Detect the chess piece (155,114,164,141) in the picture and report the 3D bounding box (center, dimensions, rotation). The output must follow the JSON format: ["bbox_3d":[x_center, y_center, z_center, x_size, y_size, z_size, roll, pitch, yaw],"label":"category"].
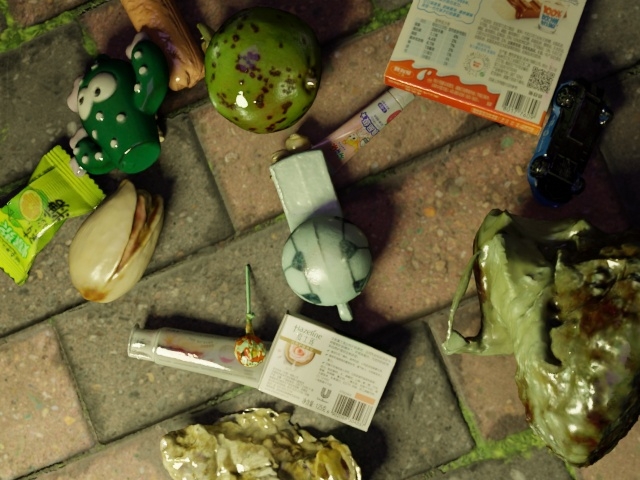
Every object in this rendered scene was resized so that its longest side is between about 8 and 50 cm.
[{"bbox_3d":[-0.305,-0.220,1.448,0.035,0.035,0.092,-15,83,7],"label":"chess piece"}]

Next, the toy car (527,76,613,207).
[{"bbox_3d":[0.399,-0.159,1.331,0.103,0.063,0.216,22,91,-25],"label":"toy car"}]

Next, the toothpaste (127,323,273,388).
[{"bbox_3d":[-0.166,0.201,1.403,0.323,0.066,0.100,11,85,2],"label":"toothpaste"}]

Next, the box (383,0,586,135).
[{"bbox_3d":[0.275,-0.340,1.349,0.273,0.048,0.265,21,82,8],"label":"box"}]

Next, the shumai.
[{"bbox_3d":[0.366,0.093,1.215,0.348,0.395,0.395,36,93,28],"label":"shumai"}]

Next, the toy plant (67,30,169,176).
[{"bbox_3d":[-0.349,-0.226,1.387,0.233,0.112,0.243,-13,73,31],"label":"toy plant"}]

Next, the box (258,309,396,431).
[{"bbox_3d":[0.010,0.214,1.351,0.199,0.081,0.135,23,90,-6],"label":"box"}]

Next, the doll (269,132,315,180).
[{"bbox_3d":[-0.052,-0.140,1.401,0.061,0.051,0.093,26,89,-23],"label":"doll"}]

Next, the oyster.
[{"bbox_3d":[-0.106,0.400,1.360,0.351,0.115,0.238,21,91,7],"label":"oyster"}]

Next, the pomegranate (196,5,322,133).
[{"bbox_3d":[-0.112,-0.286,1.348,0.263,0.211,0.211,22,91,32],"label":"pomegranate"}]

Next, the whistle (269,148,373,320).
[{"bbox_3d":[0.000,0.000,1.334,0.163,0.163,0.289,-18,100,7],"label":"whistle"}]

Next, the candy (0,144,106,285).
[{"bbox_3d":[-0.510,-0.048,1.451,0.246,0.069,0.149,-42,86,5],"label":"candy"}]

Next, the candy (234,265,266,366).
[{"bbox_3d":[-0.121,0.127,1.389,0.049,0.056,0.184,-33,52,46],"label":"candy"}]

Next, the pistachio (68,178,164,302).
[{"bbox_3d":[-0.348,0.005,1.394,0.144,0.144,0.215,29,94,7],"label":"pistachio"}]

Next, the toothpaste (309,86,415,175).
[{"bbox_3d":[0.074,-0.196,1.390,0.194,0.043,0.067,-40,121,5],"label":"toothpaste"}]

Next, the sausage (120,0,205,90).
[{"bbox_3d":[-0.290,-0.396,1.423,0.086,0.086,0.289,-29,85,6],"label":"sausage"}]
